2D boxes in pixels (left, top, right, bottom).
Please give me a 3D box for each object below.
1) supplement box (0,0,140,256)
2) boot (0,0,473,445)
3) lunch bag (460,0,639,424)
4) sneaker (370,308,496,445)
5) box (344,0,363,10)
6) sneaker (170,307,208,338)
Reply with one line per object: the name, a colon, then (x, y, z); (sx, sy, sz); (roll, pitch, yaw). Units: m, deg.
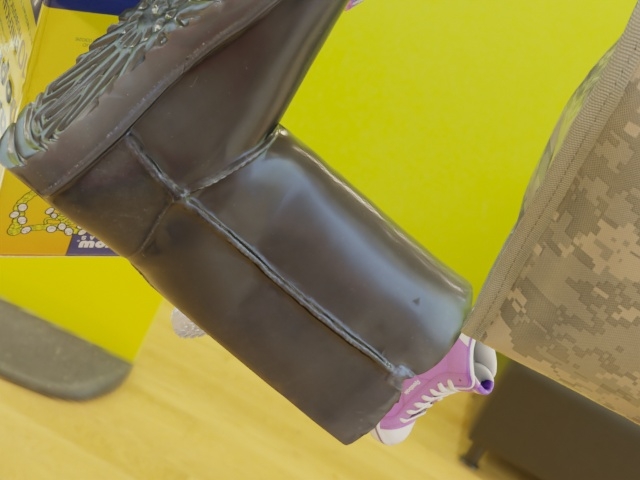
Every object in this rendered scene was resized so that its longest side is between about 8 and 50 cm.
supplement box: (-0.240, -0.169, 1.110); (0.195, 0.356, 0.194); (1, 47, -29)
boot: (0.011, -0.048, 0.924); (0.445, 0.367, 0.146); (45, 14, -33)
lunch bag: (0.226, -0.019, 0.500); (0.235, 0.287, 0.169); (29, 58, 8)
sneaker: (0.164, 0.213, 1.538); (0.161, 0.282, 0.102); (33, 35, 32)
box: (0.107, -0.502, 1.717); (0.117, 0.243, 0.213); (60, 4, 4)
sneaker: (-0.174, 0.103, 1.774); (0.235, 0.090, 0.094); (-3, 71, -59)
